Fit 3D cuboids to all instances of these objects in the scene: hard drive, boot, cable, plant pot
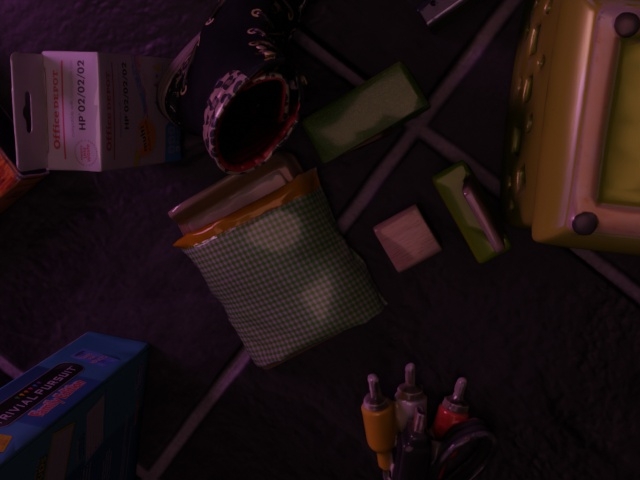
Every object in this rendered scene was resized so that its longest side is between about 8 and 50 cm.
[{"bbox_3d":[0.148,-0.231,0.678,0.135,0.094,0.022,-33,92,15],"label":"hard drive"},{"bbox_3d":[-0.043,-0.173,0.670,0.085,0.178,0.236,33,99,-33],"label":"boot"},{"bbox_3d":[0.097,0.266,0.820,0.139,0.072,0.287,5,115,-8],"label":"cable"},{"bbox_3d":[0.272,-0.096,0.624,0.227,0.207,0.228,6,103,9],"label":"plant pot"}]

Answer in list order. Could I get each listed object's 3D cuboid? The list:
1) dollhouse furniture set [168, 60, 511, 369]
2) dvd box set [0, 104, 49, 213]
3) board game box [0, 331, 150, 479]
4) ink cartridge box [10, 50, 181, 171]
[{"bbox_3d":[0.000,0.000,0.721,0.301,0.151,0.198,-29,94,15],"label":"dollhouse furniture set"},{"bbox_3d":[-0.547,-0.072,0.856,0.420,0.062,0.308,-35,92,15],"label":"dvd box set"},{"bbox_3d":[-0.273,0.259,0.727,0.079,0.336,0.254,11,102,9],"label":"board game box"},{"bbox_3d":[-0.198,-0.119,0.716,0.061,0.181,0.104,5,102,19],"label":"ink cartridge box"}]
